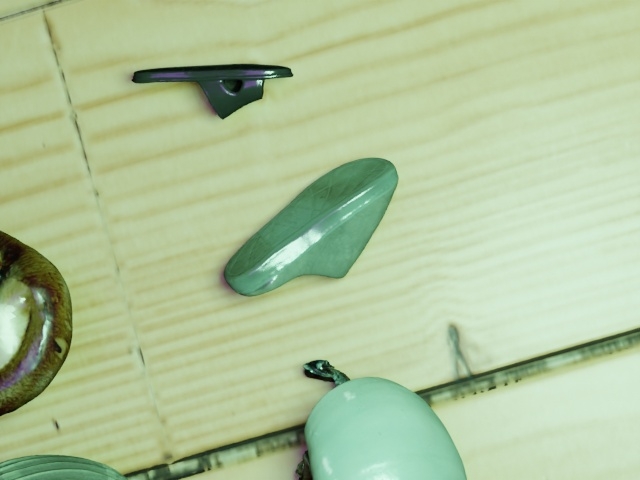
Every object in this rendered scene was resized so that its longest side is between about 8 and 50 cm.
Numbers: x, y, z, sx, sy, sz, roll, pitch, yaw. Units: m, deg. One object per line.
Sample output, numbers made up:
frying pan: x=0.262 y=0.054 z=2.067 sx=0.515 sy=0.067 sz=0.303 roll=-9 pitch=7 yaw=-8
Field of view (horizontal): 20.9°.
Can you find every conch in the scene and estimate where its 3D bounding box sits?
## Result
conch: x=0.074 y=0.232 z=1.596 sx=0.121 sy=0.185 sz=0.221 roll=-15 pitch=98 yaw=32

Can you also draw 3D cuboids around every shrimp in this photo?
shrimp: x=0.009 y=0.200 z=1.643 sx=0.076 sy=0.082 sz=0.174 roll=3 pitch=79 yaw=10

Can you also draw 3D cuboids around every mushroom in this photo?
mushroom: x=-0.343 y=0.079 z=1.665 sx=0.231 sy=0.138 sz=0.194 roll=31 pitch=102 yaw=18

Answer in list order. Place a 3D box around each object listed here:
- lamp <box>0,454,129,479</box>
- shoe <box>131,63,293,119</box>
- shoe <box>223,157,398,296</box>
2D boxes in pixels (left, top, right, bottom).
lamp: x=-0.264 y=0.320 z=1.577 sx=0.265 sy=0.233 sz=0.233 roll=-21 pitch=84 yaw=-15
shoe: x=-0.105 y=-0.145 z=1.692 sx=0.159 sy=0.062 sz=0.053 roll=1 pitch=98 yaw=5
shoe: x=0.000 y=0.000 z=1.672 sx=0.195 sy=0.079 sz=0.078 roll=-35 pitch=119 yaw=-6
